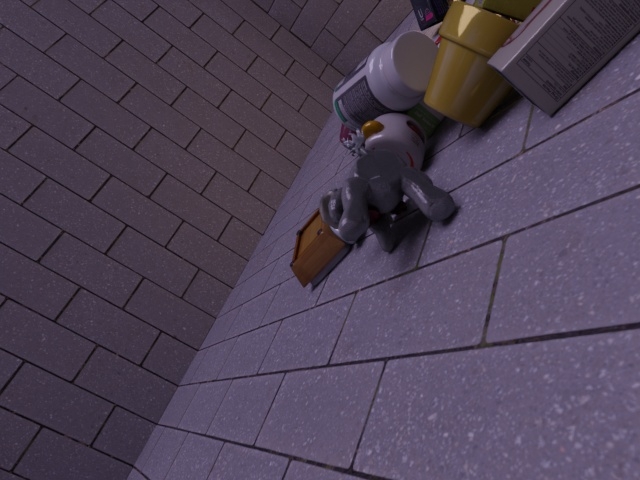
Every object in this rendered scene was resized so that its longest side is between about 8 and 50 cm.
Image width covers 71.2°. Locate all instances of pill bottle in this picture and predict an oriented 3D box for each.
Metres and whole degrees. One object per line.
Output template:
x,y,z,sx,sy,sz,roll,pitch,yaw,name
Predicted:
0.198,-0.479,1.383,0.204,0.204,0.361,-60,18,-14,pill bottle

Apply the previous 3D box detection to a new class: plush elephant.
0.143,-0.092,1.163,0.272,0.255,0.330,-19,55,-6,plush elephant

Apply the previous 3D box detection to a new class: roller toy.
0.218,-0.272,1.348,0.209,0.191,0.146,85,-160,-49,roller toy

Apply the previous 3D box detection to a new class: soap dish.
0.000,0.000,1.595,0.229,0.118,0.291,-48,18,26,soap dish

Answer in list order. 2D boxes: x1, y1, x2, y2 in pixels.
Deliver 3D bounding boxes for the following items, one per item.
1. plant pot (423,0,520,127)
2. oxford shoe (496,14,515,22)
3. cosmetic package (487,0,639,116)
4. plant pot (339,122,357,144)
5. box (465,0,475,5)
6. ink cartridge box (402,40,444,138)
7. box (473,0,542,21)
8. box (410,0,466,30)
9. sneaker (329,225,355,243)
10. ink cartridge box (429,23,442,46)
0.384,-0.425,1.114,0.254,0.254,0.239,-84,18,-61,plant pot
0.504,-0.691,1.464,0.130,0.133,0.363,-50,17,11,oxford shoe
0.501,-0.418,0.879,0.296,0.153,0.129,-47,16,25,cosmetic package
0.176,-0.515,2.033,0.180,0.201,0.201,118,176,-52,plant pot
0.567,-0.820,1.604,0.102,0.101,0.087,-60,15,-17,box
0.393,-0.523,1.477,0.353,0.119,0.207,-53,17,12,ink cartridge box
0.476,-0.527,1.017,0.087,0.232,0.058,-87,13,-61,box
0.520,-0.967,1.770,0.270,0.143,0.165,-25,14,-3,box
0.131,-0.139,1.473,0.208,0.127,0.319,-49,17,29,sneaker
0.511,-0.824,1.827,0.134,0.078,0.231,-55,15,4,ink cartridge box
